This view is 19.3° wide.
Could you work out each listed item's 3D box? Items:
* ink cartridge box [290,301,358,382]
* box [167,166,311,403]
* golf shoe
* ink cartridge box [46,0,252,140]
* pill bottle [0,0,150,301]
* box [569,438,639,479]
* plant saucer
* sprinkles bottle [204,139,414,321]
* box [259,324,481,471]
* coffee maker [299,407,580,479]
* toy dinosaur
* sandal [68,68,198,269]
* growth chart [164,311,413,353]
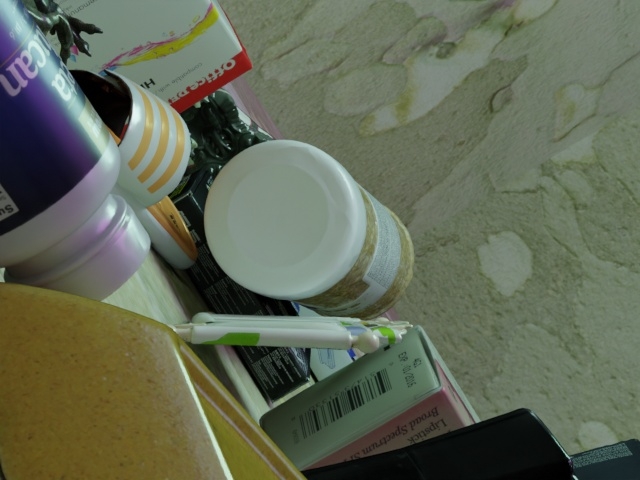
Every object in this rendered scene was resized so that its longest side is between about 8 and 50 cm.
[{"bbox_3d":[0.023,0.143,1.992,0.207,0.046,0.097,59,3,4],"label":"ink cartridge box"},{"bbox_3d":[-0.072,0.034,1.631,0.191,0.045,0.184,58,3,-6],"label":"box"},{"bbox_3d":[-0.106,-0.103,1.847,0.120,0.105,0.273,53,-2,41],"label":"golf shoe"},{"bbox_3d":[-0.148,-0.170,1.537,0.231,0.134,0.078,54,6,-48],"label":"ink cartridge box"},{"bbox_3d":[-0.151,-0.047,0.868,0.169,0.094,0.094,57,4,-25],"label":"pill bottle"},{"bbox_3d":[0.267,0.385,1.713,0.312,0.179,0.343,-35,110,-85],"label":"box"},{"bbox_3d":[-0.019,0.193,0.860,0.333,0.081,0.333,53,7,-51],"label":"plant saucer"},{"bbox_3d":[0.000,0.000,1.589,0.121,0.121,0.355,60,6,11],"label":"sprinkles bottle"},{"bbox_3d":[0.076,0.209,1.422,0.232,0.148,0.127,57,5,-19],"label":"box"},{"bbox_3d":[0.062,0.167,1.149,0.120,0.178,0.171,110,-38,-56],"label":"coffee maker"},{"bbox_3d":[-0.218,-0.173,1.272,0.268,0.064,0.118,57,10,22],"label":"toy dinosaur"},{"bbox_3d":[-0.132,-0.069,1.410,0.102,0.076,0.265,61,4,30],"label":"sandal"},{"bbox_3d":[-0.019,0.063,1.354,0.237,0.172,0.021,1,92,-88],"label":"growth chart"}]
